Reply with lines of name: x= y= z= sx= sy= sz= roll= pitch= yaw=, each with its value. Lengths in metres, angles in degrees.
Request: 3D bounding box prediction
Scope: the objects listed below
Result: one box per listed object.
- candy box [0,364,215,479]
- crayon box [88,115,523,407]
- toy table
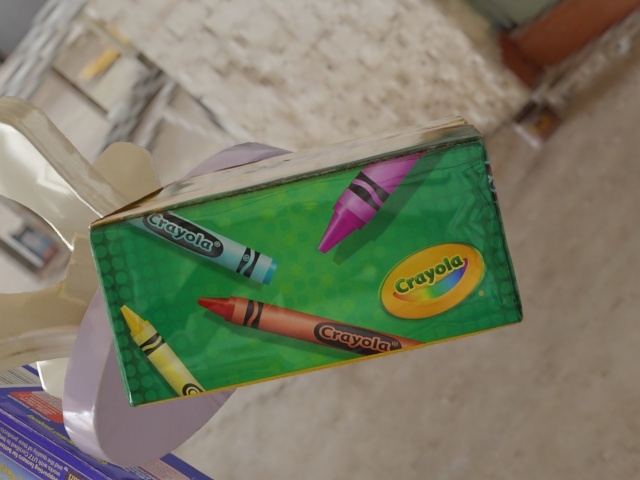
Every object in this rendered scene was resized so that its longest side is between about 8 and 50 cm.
candy box: x=-0.247 y=0.289 z=1.374 sx=0.268 sy=0.122 sz=0.317 roll=26 pitch=102 yaw=33
crayon box: x=0.000 y=0.000 z=0.807 sx=0.165 sy=0.081 sz=0.278 roll=-13 pitch=5 yaw=4
toy table: x=-0.137 y=0.025 z=1.157 sx=0.160 sy=0.252 sz=0.274 roll=16 pitch=31 yaw=24
